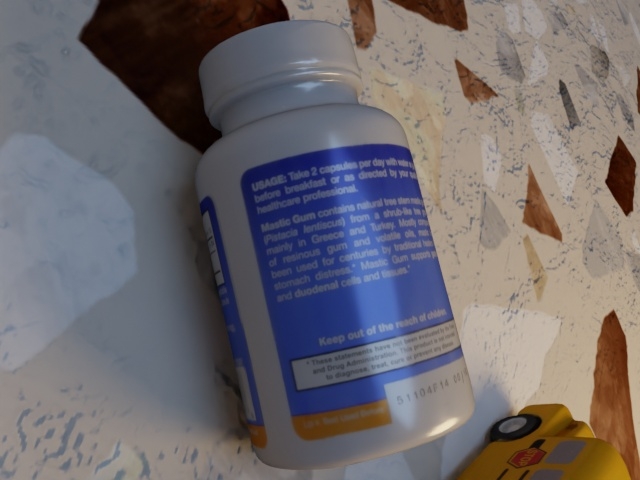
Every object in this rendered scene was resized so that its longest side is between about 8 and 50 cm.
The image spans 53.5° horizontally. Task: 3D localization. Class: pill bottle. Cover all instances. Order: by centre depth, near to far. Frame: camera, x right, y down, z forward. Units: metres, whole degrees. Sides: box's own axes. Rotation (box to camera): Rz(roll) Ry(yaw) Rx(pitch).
[{"bbox_3d":[0.000,0.000,0.438,0.152,0.152,0.272,-7,82,-43],"label":"pill bottle"}]

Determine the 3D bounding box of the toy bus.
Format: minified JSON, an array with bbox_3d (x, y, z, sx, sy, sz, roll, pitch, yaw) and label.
[{"bbox_3d":[0.160,0.252,0.515,0.333,0.130,0.108,-24,93,-44],"label":"toy bus"}]
